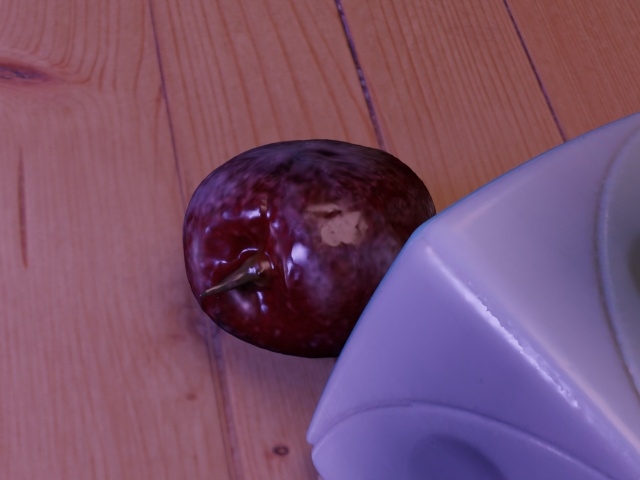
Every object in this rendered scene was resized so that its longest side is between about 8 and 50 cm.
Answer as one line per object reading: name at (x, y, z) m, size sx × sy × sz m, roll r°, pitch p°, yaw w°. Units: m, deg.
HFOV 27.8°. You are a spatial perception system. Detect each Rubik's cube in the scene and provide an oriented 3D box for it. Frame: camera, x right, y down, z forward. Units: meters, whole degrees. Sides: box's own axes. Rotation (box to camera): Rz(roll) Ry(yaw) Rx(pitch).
Rubik's cube at (0.238, 0.144, 1.084) m, size 0.352 × 0.352 × 0.347 m, roll -26°, pitch 63°, yaw -34°

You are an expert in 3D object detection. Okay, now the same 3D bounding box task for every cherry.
cherry at (0.000, 0.000, 1.221) m, size 0.230 × 0.202 × 0.300 m, roll 2°, pitch 23°, yaw 32°
